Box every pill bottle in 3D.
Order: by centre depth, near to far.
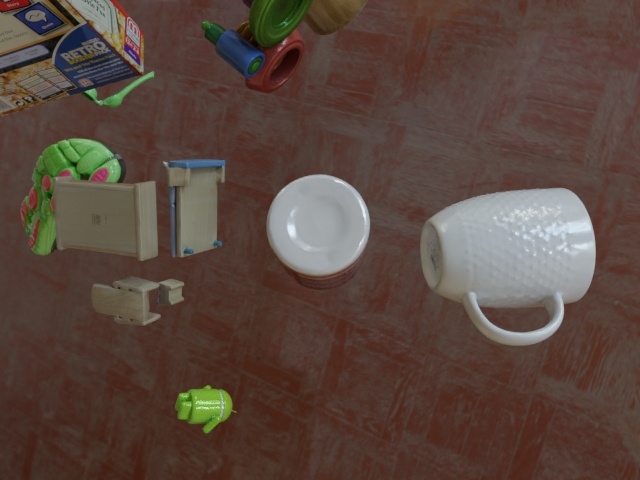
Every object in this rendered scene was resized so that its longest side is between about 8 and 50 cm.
[{"bbox_3d":[0.000,0.000,1.505,0.224,0.392,0.224,0,79,2],"label":"pill bottle"}]

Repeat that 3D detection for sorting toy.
[{"bbox_3d":[-0.039,-0.129,0.373,0.042,0.102,0.061,41,68,10],"label":"sorting toy"}]

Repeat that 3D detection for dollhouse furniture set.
[{"bbox_3d":[-0.339,-0.019,1.259,0.198,0.303,0.286,6,103,24],"label":"dollhouse furniture set"}]

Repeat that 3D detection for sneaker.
[{"bbox_3d":[-0.580,-0.115,1.526,0.483,0.202,0.185,-27,83,48],"label":"sneaker"}]

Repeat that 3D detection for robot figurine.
[{"bbox_3d":[-0.228,0.330,1.248,0.101,0.115,0.067,50,127,53],"label":"robot figurine"}]

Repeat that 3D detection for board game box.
[{"bbox_3d":[-0.232,-0.160,0.410,0.147,0.193,0.045,-12,67,14],"label":"board game box"}]

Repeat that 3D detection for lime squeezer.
[{"bbox_3d":[-0.615,-0.426,1.740,0.059,0.310,0.110,39,125,52],"label":"lime squeezer"}]

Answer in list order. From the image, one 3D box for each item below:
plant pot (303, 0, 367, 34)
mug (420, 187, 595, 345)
[{"bbox_3d":[-0.024,-0.723,1.665,0.237,0.254,0.237,-23,53,35],"label":"plant pot"},{"bbox_3d":[0.421,0.064,1.439,0.328,0.276,0.374,-4,58,-8],"label":"mug"}]
